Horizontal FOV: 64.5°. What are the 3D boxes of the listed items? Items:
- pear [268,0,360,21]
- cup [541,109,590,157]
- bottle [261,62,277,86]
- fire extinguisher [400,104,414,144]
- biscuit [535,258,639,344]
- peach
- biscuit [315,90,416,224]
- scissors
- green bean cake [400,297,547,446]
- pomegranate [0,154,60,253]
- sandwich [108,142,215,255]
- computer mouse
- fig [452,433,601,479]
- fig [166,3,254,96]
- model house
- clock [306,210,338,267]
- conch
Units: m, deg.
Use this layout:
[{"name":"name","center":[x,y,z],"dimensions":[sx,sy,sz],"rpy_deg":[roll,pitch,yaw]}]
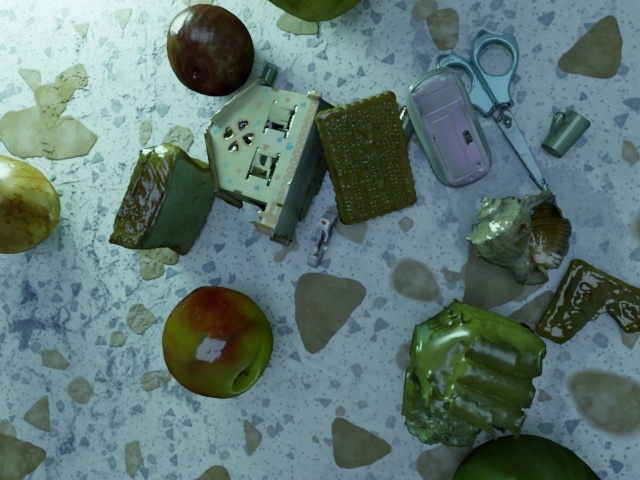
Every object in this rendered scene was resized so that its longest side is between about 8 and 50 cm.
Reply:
[{"name":"pear","center":[-0.021,-0.616,1.015],"dimensions":[0.304,0.304,0.304],"rpy_deg":[0,89,11]},{"name":"cup","center":[0.485,-0.214,1.009],"dimensions":[0.054,0.075,0.083],"rpy_deg":[43,100,31]},{"name":"bottle","center":[-0.124,-0.360,1.152],"dimensions":[0.030,0.030,0.083],"rpy_deg":[24,93,10]},{"name":"fire extinguisher","center":[0.178,-0.231,1.082],"dimensions":[0.062,0.050,0.177],"rpy_deg":[25,95,-16]},{"name":"biscuit","center":[0.549,0.145,1.007],"dimensions":[0.183,0.039,0.174],"rpy_deg":[23,92,11]},{"name":"peach","center":[-0.216,0.210,1.068],"dimensions":[0.231,0.231,0.231],"rpy_deg":[0,89,11]},{"name":"biscuit","center":[0.097,-0.159,1.036],"dimensions":[0.172,0.029,0.254],"rpy_deg":[-18,116,-3]},{"name":"scissors","center":[0.378,-0.258,1.056],"dimensions":[0.191,0.029,0.360],"rpy_deg":[-30,88,15]},{"name":"green bean cake","center":[0.247,0.257,0.927],"dimensions":[0.202,0.310,0.285],"rpy_deg":[21,91,9]},{"name":"pomegranate","center":[-0.731,-0.080,1.174],"dimensions":[0.248,0.248,0.248],"rpy_deg":[0,89,11]},{"name":"sandwich","center":[-0.314,-0.078,1.075],"dimensions":[0.087,0.251,0.226],"rpy_deg":[20,91,9]},{"name":"computer mouse","center":[0.263,-0.228,1.040],"dimensions":[0.126,0.056,0.245],"rpy_deg":[-26,105,11]},{"name":"fig","center":[0.380,0.496,0.895],"dimensions":[0.316,0.316,0.316],"rpy_deg":[0,89,11]},{"name":"fig","center":[-0.238,-0.420,1.108],"dimensions":[0.205,0.205,0.205],"rpy_deg":[0,89,11]},{"name":"model house","center":[-0.123,-0.178,1.092],"dimensions":[0.244,0.169,0.326],"rpy_deg":[19,88,18]},{"name":"clock","center":[0.000,0.000,1.097],"dimensions":[0.041,0.087,0.129],"rpy_deg":[23,101,11]},{"name":"conch","center":[0.392,-0.008,0.988],"dimensions":[0.178,0.163,0.245],"rpy_deg":[-31,114,25]}]
